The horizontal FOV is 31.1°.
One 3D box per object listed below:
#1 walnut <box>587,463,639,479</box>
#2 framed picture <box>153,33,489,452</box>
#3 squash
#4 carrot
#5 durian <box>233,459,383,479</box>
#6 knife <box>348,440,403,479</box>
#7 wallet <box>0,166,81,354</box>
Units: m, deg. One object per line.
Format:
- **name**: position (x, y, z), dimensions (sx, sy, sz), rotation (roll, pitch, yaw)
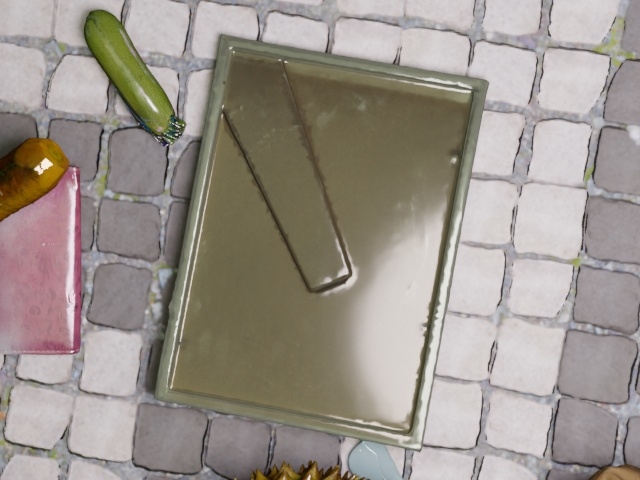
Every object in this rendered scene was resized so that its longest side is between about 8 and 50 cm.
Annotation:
- **walnut**: position (0.350, 0.412, 1.264), dimensions (0.306, 0.306, 0.343), rotation (-11, 100, 3)
- **framed picture**: position (0.000, 0.000, 1.358), dimensions (0.326, 0.028, 0.445), rotation (11, 88, 3)
- **squash**: position (-0.224, -0.193, 1.368), dimensions (0.052, 0.052, 0.183), rotation (-31, 95, 4)
- **carrot**: position (-0.427, -0.019, 1.368), dimensions (0.314, 0.066, 0.066), rotation (-34, 92, 18)
- **durian**: position (-0.031, 0.418, 1.249), dimensions (0.348, 0.384, 0.347), rotation (22, 126, 34)
- **knife**: position (0.061, 0.258, 1.393), dimensions (0.063, 0.034, 0.260), rotation (-22, 95, 3)
- **wallet**: position (-0.350, 0.023, 1.398), dimensions (0.119, 0.025, 0.232), rotation (1, 94, 4)
